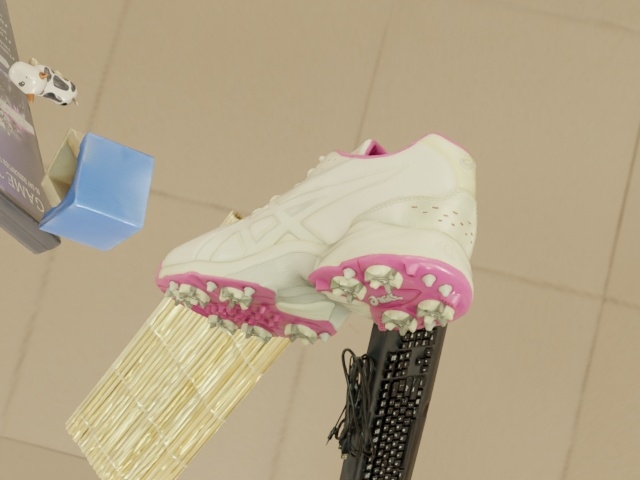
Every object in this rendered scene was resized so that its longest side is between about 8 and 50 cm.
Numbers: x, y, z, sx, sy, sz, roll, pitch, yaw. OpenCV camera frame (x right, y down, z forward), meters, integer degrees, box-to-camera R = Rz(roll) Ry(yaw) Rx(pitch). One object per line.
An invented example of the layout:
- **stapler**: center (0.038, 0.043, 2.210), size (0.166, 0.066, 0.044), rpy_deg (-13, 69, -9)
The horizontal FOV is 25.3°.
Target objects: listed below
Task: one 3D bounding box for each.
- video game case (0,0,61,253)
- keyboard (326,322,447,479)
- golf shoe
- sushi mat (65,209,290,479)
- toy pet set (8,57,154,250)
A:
- **video game case**: center (-0.254, -0.145, 0.965), size (0.026, 0.196, 0.274), rpy_deg (-22, 63, 9)
- **keyboard**: center (0.056, 0.145, 1.151), size (0.100, 0.038, 0.192), rpy_deg (-2, 111, -34)
- **golf shoe**: center (0.000, 0.000, 1.085), size (0.306, 0.115, 0.140), rpy_deg (-6, 58, 42)
- **sushi mat**: center (-0.140, 0.132, 1.487), size (0.316, 0.019, 0.151), rpy_deg (-51, 58, 14)
- **toy pet set**: center (-0.157, -0.031, 0.768), size (0.114, 0.065, 0.122), rpy_deg (22, 106, -31)
